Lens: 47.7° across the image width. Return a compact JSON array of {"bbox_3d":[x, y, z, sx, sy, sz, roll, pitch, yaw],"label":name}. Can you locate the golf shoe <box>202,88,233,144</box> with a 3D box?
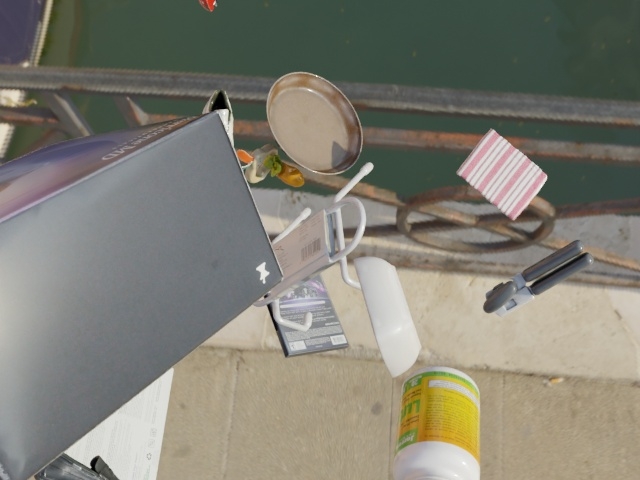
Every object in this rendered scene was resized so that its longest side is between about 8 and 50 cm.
[{"bbox_3d":[-0.175,-0.177,1.209,0.069,0.086,0.176,0,53,-16],"label":"golf shoe"}]

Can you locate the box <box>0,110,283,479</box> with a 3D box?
[{"bbox_3d":[-0.249,0.027,0.647,0.293,0.183,0.296,1,28,42],"label":"box"}]

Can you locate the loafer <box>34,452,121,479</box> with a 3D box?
[{"bbox_3d":[-0.432,0.453,1.386,0.223,0.076,0.078,28,70,-25],"label":"loafer"}]

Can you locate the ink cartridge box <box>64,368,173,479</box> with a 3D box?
[{"bbox_3d":[-0.511,0.428,1.766,0.071,0.330,0.324,-11,61,31],"label":"ink cartridge box"}]

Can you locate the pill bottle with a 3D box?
[{"bbox_3d":[0.189,0.336,1.169,0.136,0.136,0.246,9,38,6],"label":"pill bottle"}]

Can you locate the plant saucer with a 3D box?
[{"bbox_3d":[-0.022,-0.317,2.000,0.310,0.050,0.311,13,65,-30],"label":"plant saucer"}]

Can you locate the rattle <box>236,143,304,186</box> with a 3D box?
[{"bbox_3d":[-0.146,-0.190,2.002,0.130,0.199,0.143,-38,82,7],"label":"rattle"}]

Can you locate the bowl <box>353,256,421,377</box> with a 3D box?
[{"bbox_3d":[0.093,0.097,0.966,0.053,0.142,0.142,-19,55,6],"label":"bowl"}]

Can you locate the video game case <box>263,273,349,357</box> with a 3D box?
[{"bbox_3d":[-0.052,0.168,1.899,0.196,0.026,0.274,-2,58,-37],"label":"video game case"}]

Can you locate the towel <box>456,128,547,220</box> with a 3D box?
[{"bbox_3d":[0.453,-0.163,1.806,0.197,0.029,0.144,39,90,-6],"label":"towel"}]

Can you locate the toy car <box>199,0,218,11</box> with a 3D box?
[{"bbox_3d":[-0.241,-0.673,1.725,0.053,0.225,0.239,11,109,12],"label":"toy car"}]

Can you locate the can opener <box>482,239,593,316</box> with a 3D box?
[{"bbox_3d":[0.524,0.103,1.763,0.283,0.095,0.076,-36,89,27],"label":"can opener"}]

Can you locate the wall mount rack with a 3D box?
[{"bbox_3d":[0.000,0.000,1.421,0.130,0.350,0.304,22,51,-35],"label":"wall mount rack"}]
